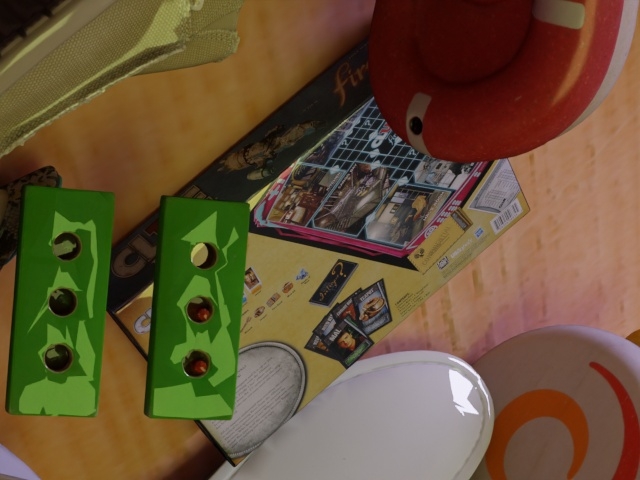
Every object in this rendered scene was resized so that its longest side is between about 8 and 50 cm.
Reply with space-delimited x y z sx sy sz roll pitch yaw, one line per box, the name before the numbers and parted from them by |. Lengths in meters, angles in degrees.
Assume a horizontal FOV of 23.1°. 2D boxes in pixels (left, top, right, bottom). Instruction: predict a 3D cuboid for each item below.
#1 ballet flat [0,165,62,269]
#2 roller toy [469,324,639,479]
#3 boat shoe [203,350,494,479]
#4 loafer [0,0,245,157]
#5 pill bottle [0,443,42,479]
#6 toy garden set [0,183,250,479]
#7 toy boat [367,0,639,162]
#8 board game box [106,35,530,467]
ballet flat | -0.173 0.006 0.779 0.041 0.041 0.114 30 97 -46
roller toy | 0.178 0.164 1.061 0.191 0.209 0.146 -21 145 28
boat shoe | -0.028 0.176 0.993 0.319 0.116 0.099 -35 177 -24
loafer | -0.087 -0.110 0.721 0.268 0.102 0.092 -41 130 -10
pill bottle | -0.229 0.198 0.808 0.208 0.117 0.117 -48 137 -1
toy garden set | -0.164 0.073 0.744 0.244 0.049 0.203 4 92 -21
toy boat | 0.064 -0.149 0.750 0.151 0.151 0.231 -14 116 -37
board game box | 0.000 0.000 0.910 0.243 0.042 0.165 -40 136 -10
